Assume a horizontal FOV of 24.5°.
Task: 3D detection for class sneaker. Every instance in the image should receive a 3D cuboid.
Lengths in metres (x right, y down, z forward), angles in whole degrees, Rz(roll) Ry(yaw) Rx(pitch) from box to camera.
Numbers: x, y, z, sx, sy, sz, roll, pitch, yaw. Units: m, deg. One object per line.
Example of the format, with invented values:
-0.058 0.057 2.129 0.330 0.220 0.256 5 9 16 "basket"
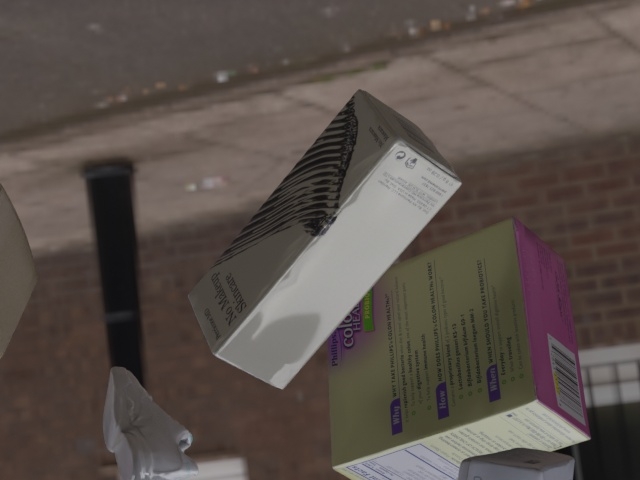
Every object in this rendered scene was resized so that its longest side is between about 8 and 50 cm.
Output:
-0.198 0.221 1.723 0.094 0.080 0.212 2 -153 -21 "sneaker"

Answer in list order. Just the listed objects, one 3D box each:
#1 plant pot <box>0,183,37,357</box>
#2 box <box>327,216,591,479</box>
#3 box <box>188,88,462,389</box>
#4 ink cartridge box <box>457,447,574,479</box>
-0.262 0.027 1.031 0.109 0.109 0.096 4 149 27 "plant pot"
0.137 0.128 1.535 0.243 0.213 0.117 -23 142 28 "box"
0.000 0.000 1.407 0.094 0.275 0.113 31 -165 -34 "box"
0.101 0.225 0.798 0.045 0.223 0.224 7 176 15 "ink cartridge box"
